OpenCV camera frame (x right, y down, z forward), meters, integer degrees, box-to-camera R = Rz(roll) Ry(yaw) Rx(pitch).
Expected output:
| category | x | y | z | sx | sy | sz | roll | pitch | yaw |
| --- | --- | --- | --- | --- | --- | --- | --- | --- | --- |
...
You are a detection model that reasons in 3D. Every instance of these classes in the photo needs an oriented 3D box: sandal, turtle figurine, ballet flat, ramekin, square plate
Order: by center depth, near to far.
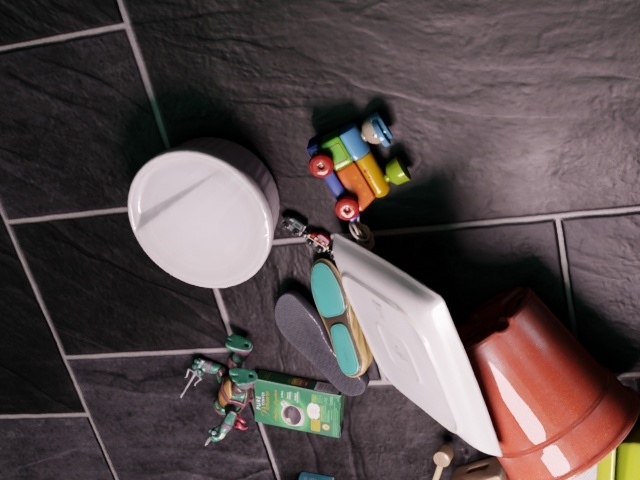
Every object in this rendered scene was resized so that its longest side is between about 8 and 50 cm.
| category | x | y | z | sx | sy | sz | roll | pitch | yaw |
| --- | --- | --- | --- | --- | --- | --- | --- | --- | --- |
| square plate | 0.148 | 0.178 | 1.592 | 0.049 | 0.347 | 0.344 | -33 | 120 | -15 |
| ramekin | -0.197 | -0.061 | 1.673 | 0.273 | 0.127 | 0.273 | 8 | 121 | 13 |
| ballet flat | 0.041 | 0.139 | 1.742 | 0.080 | 0.073 | 0.232 | -9 | 100 | 37 |
| sandal | 0.001 | 0.194 | 1.804 | 0.097 | 0.054 | 0.254 | -22 | 113 | 40 |
| turtle figurine | -0.194 | 0.303 | 1.893 | 0.175 | 0.118 | 0.234 | 59 | 139 | 28 |

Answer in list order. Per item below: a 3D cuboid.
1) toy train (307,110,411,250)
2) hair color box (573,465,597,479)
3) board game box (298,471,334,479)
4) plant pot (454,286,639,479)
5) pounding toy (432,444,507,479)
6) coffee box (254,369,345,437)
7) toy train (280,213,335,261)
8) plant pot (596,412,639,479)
| category | x | y | z | sx | sy | sz | roll | pitch | yaw |
| --- | --- | --- | --- | --- | --- | --- | --- | --- | --- |
| toy train | 0.093 | -0.089 | 1.590 | 0.143 | 0.105 | 0.248 | -27 | 108 | 15 |
| hair color box | 0.491 | 0.405 | 1.765 | 0.167 | 0.053 | 0.093 | 27 | 123 | -1 |
| board game box | -0.033 | 0.707 | 1.985 | 0.079 | 0.254 | 0.336 | 6 | 121 | 14 |
| plant pot | 0.354 | 0.241 | 1.606 | 0.272 | 0.272 | 0.265 | -35 | 96 | 31 |
| pounding toy | 0.299 | 0.480 | 1.852 | 0.181 | 0.094 | 0.206 | -25 | 99 | 33 |
| coffee box | -0.043 | 0.332 | 1.900 | 0.184 | 0.040 | 0.113 | 8 | 120 | 13 |
| toy train | 0.000 | 0.000 | 1.706 | 0.158 | 0.027 | 0.036 | 34 | 113 | -3 |
| plant pot | 0.595 | 0.406 | 1.591 | 0.207 | 0.227 | 0.228 | 8 | 105 | 35 |
